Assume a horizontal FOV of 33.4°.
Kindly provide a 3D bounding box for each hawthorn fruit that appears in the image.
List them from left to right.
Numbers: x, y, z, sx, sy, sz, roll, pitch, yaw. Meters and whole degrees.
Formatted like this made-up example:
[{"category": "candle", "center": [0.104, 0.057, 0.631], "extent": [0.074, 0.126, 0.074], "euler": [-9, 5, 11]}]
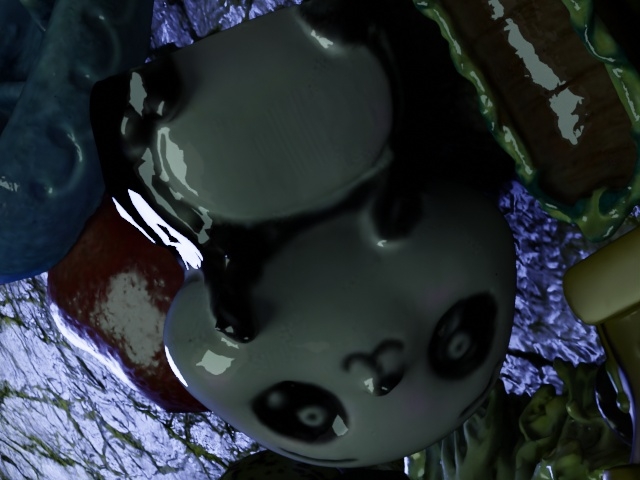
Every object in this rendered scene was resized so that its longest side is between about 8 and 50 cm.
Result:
[{"category": "hawthorn fruit", "center": [-0.112, 0.020, 0.926], "extent": [0.230, 0.210, 0.266], "euler": [48, 134, 20]}]

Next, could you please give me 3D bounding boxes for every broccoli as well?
[{"category": "broccoli", "center": [0.148, 0.208, 0.718], "extent": [0.288, 0.245, 0.248], "euler": [-5, 89, 42]}]

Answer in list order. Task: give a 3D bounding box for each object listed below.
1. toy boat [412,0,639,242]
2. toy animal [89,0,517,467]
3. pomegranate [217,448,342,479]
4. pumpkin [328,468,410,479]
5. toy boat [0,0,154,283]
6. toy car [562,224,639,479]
[{"category": "toy boat", "center": [0.098, -0.136, 0.607], "extent": [0.293, 0.099, 0.108], "euler": [51, 147, -8]}, {"category": "toy animal", "center": [0.000, 0.000, 0.728], "extent": [0.251, 0.251, 0.310], "euler": [-7, 106, 54]}, {"category": "pomegranate", "center": [-0.006, 0.329, 1.093], "extent": [0.247, 0.214, 0.214], "euler": [7, 133, 7]}, {"category": "pumpkin", "center": [0.058, 0.337, 0.891], "extent": [0.207, 0.300, 0.300], "euler": [-25, 100, 24]}, {"category": "toy boat", "center": [-0.257, -0.128, 0.898], "extent": [0.215, 0.123, 0.330], "euler": [13, 85, 46]}, {"category": "toy car", "center": [0.222, 0.092, 0.539], "extent": [0.200, 0.142, 0.248], "euler": [-40, 59, 39]}]
